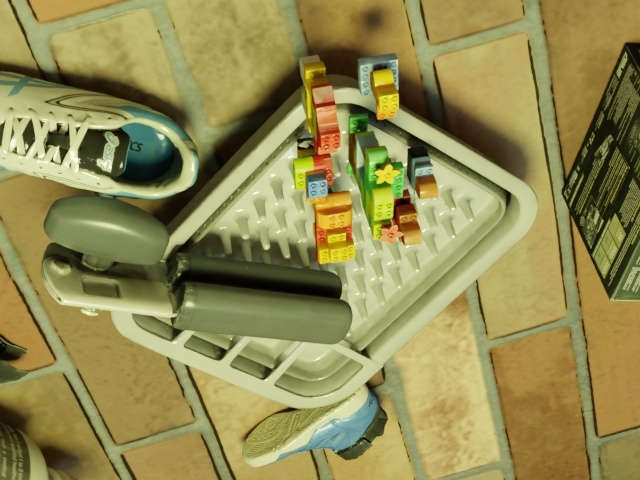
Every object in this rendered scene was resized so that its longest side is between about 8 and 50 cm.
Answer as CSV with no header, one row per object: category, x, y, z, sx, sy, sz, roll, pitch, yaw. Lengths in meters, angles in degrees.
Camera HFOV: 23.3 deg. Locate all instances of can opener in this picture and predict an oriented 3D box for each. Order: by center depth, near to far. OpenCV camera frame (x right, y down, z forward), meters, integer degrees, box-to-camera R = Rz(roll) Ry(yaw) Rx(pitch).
can opener,-0.100,0.034,1.304,0.280,0.074,0.093,12,127,-26

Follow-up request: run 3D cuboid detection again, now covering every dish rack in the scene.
dish rack,0.000,0.000,1.402,0.285,0.072,0.333,27,122,-34

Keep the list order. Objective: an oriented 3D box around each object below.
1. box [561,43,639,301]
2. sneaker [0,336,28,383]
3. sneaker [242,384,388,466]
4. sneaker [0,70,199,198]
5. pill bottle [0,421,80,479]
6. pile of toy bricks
box,0.297,-0.059,1.375,0.077,0.147,0.180,2,132,-17
sneaker,-0.340,0.086,1.406,0.089,0.051,0.170,-21,140,5
sneaker,-0.001,0.207,1.614,0.152,0.058,0.084,-33,125,8
sneaker,-0.206,-0.083,1.239,0.237,0.086,0.085,8,95,-29
pill bottle,-0.369,0.238,1.454,0.318,0.176,0.176,30,120,-36
pile of toy bricks,0.041,-0.045,1.248,0.118,0.105,0.212,-10,134,-7
